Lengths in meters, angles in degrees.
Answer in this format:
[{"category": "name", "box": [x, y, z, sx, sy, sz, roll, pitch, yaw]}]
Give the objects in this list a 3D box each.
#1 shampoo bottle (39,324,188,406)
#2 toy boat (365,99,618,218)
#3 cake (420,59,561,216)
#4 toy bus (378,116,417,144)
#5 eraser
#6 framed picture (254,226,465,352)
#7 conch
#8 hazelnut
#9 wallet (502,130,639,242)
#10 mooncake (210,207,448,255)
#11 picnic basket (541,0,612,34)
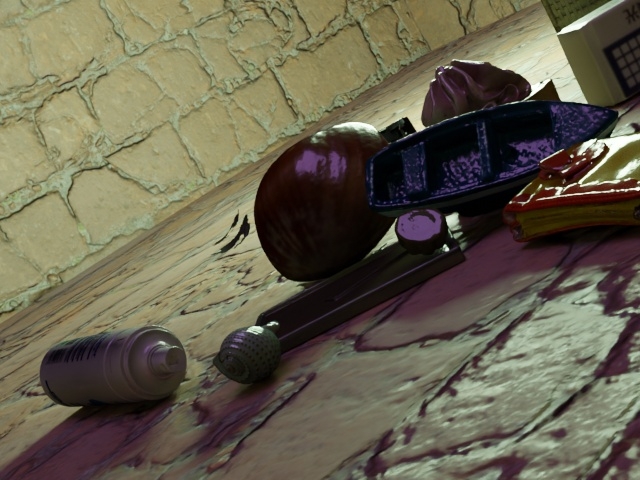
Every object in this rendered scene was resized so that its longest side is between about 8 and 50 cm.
[{"category": "shampoo bottle", "box": [-0.245, 0.155, 1.349, 0.092, 0.092, 0.303, -36, 13, -35]}, {"category": "toy boat", "box": [0.193, -0.092, 1.239, 0.299, 0.096, 0.062, -15, -28, 27]}, {"category": "cake", "box": [0.212, -0.147, 1.370, 0.208, 0.178, 0.185, -16, 15, 41]}, {"category": "toy bus", "box": [0.090, -0.135, 1.905, 0.194, 0.083, 0.088, -32, 1, -33]}, {"category": "eraser", "box": [0.480, -0.304, 1.558, 0.279, 0.124, 0.081, -31, 10, -14]}, {"category": "framed picture", "box": [0.038, 0.055, 1.281, 0.265, 0.018, 0.192, -28, 10, 7]}, {"category": "conch", "box": [-0.070, 0.120, 1.143, 0.085, 0.056, 0.076, -12, -25, -42]}, {"category": "hazelnut", "box": [0.013, -0.043, 1.443, 0.212, 0.181, 0.181, -37, -17, 31]}, {"category": "wallet", "box": [0.282, -0.057, 1.034, 0.141, 0.067, 0.241, -36, 12, -26]}, {"category": "mooncake", "box": [-0.006, -0.011, 1.296, 0.150, 0.057, 0.347, -38, 29, -22]}, {"category": "picnic basket", "box": [0.475, -0.412, 1.905, 0.154, 0.196, 0.134, -24, 11, 24]}]
